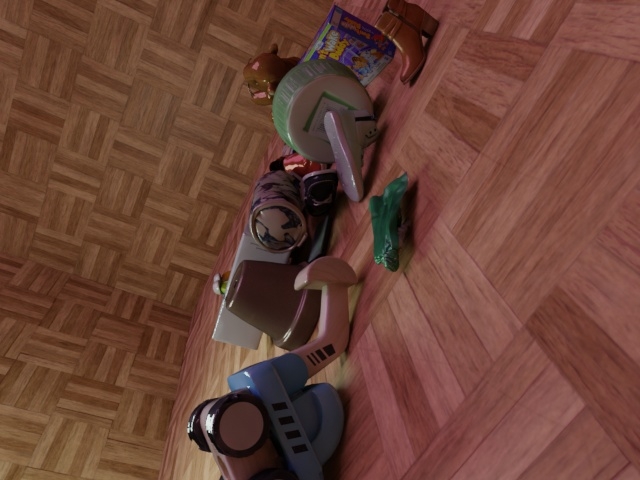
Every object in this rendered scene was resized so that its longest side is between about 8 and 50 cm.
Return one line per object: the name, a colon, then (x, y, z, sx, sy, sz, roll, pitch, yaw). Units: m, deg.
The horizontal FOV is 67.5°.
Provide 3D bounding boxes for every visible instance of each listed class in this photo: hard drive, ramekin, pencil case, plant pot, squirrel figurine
hard drive: (0.000, 0.000, 1.486, 0.094, 0.022, 0.135, -41, 32, 57)
ramekin: (0.013, -0.382, 1.454, 0.304, 0.303, 0.148, -62, 25, 20)
pencil case: (-0.126, -0.099, 1.500, 0.410, 0.183, 0.160, -101, 28, -68)
plant pot: (-0.142, 0.164, 1.377, 0.263, 0.229, 0.263, -57, 21, 36)
squirrel figurine: (-0.109, -0.644, 1.920, 0.370, 0.396, 0.281, 3, -86, -75)

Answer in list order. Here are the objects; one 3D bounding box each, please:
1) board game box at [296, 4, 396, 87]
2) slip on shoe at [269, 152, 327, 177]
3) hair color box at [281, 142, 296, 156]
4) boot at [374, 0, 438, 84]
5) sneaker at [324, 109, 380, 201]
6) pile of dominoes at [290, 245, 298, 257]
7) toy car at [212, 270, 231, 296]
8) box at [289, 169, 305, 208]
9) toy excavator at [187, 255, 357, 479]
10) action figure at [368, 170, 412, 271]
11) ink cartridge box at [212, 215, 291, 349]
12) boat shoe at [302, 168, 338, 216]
board game box: (0.072, -0.614, 1.643, 0.347, 0.233, 0.078, -28, 43, 65)
slip on shoe: (-0.087, -0.288, 1.837, 0.331, 0.101, 0.123, 4, 110, 53)
hair color box: (-0.093, -0.437, 2.151, 0.174, 0.105, 0.348, -50, 26, 47)
boot: (0.207, -0.526, 1.258, 0.197, 0.152, 0.073, -69, 17, -2)
sneaker: (0.115, -0.242, 1.320, 0.094, 0.151, 0.256, -12, 93, 67)
pile of dominoes: (-0.129, 0.073, 1.810, 0.251, 0.040, 0.196, 118, 163, -48)
toy car: (-0.453, 0.234, 2.424, 0.182, 0.159, 0.136, -109, 9, -64)
box: (-0.137, -0.137, 1.831, 0.182, 0.119, 0.181, -60, 11, -32)
toy excavator: (-0.049, 0.294, 1.003, 0.433, 0.445, 0.222, 64, 148, 8)
action figure: (0.146, -0.025, 1.002, 0.137, 0.063, 0.232, -50, 21, 42)
ink cartridge box: (-0.225, 0.126, 1.643, 0.285, 0.166, 0.395, -93, 22, -69)
boat shoe: (0.004, -0.140, 1.447, 0.302, 0.114, 0.091, 90, 171, -83)
